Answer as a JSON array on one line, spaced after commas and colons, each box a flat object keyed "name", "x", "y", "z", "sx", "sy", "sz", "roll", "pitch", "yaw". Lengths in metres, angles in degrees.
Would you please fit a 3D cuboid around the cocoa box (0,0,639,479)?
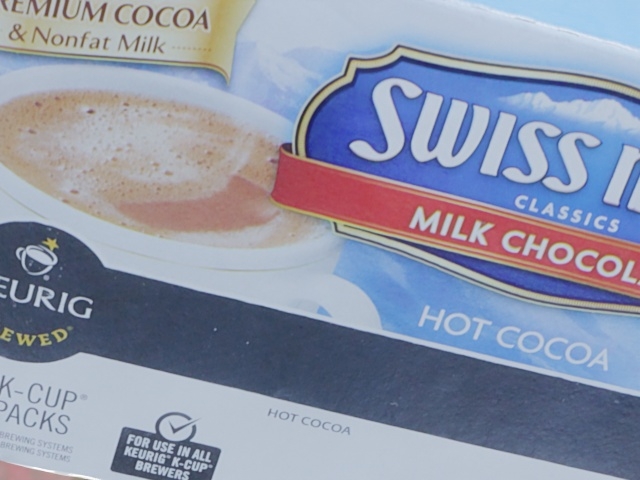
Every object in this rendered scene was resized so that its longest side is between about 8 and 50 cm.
[{"name": "cocoa box", "x": 0.021, "y": -0.042, "z": 0.754, "sx": 0.347, "sy": 0.231, "sz": 0.228, "roll": 14, "pitch": -60, "yaw": -8}]
